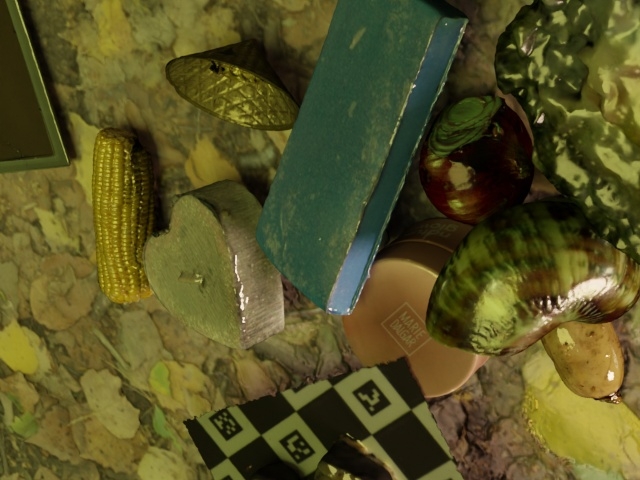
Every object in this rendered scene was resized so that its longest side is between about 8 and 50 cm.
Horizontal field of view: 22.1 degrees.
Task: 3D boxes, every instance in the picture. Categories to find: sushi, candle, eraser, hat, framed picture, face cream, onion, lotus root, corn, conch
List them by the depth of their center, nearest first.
[{"bbox_3d":[0.320,-0.121,1.324,0.352,0.178,0.294,52,131,1],"label":"sushi"},{"bbox_3d":[0.193,0.022,1.460,0.187,0.181,0.124,1,103,21],"label":"conch"},{"bbox_3d":[0.147,-0.067,1.501,0.118,0.117,0.118,32,151,20],"label":"onion"},{"bbox_3d":[0.030,-0.096,1.530,0.144,0.042,0.312,44,121,43],"label":"eraser"},{"bbox_3d":[0.243,0.093,1.553,0.072,0.063,0.152,-25,100,48],"label":"lotus root"},{"bbox_3d":[0.108,0.065,1.596,0.149,0.104,0.149,14,120,26],"label":"face cream"},{"bbox_3d":[-0.076,-0.171,1.629,0.146,0.067,0.146,18,161,6],"label":"hat"},{"bbox_3d":[0.021,0.310,1.673,0.320,0.069,0.339,-17,105,39],"label":"sushi"},{"bbox_3d":[-0.105,0.035,1.708,0.168,0.068,0.192,58,145,9],"label":"candle"},{"bbox_3d":[-0.213,-0.025,1.779,0.072,0.072,0.203,13,118,27],"label":"corn"},{"bbox_3d":[-0.421,-0.182,1.865,0.296,0.019,0.232,-3,111,34],"label":"framed picture"}]

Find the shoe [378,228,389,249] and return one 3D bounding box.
[{"bbox_3d":[0.000,0.000,1.654,0.143,0.071,0.064,-4,111,41],"label":"shoe"}]
